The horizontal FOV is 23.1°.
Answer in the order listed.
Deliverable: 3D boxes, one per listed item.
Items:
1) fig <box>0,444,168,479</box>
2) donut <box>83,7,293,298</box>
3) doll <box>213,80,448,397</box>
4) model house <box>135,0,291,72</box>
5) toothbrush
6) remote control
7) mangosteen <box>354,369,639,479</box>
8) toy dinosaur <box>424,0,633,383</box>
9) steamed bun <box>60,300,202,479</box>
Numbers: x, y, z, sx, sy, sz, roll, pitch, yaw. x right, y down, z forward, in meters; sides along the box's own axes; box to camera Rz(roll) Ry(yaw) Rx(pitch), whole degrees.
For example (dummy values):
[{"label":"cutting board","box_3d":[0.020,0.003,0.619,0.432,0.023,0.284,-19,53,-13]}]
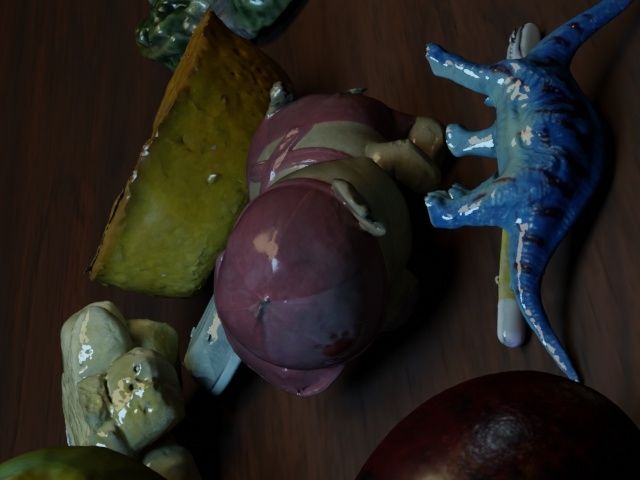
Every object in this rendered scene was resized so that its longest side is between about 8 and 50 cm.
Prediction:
[{"label":"fig","box_3d":[-0.179,0.260,1.102,0.271,0.239,0.239,84,-169,-52]},{"label":"donut","box_3d":[-0.114,-0.066,1.426,0.278,0.108,0.277,-63,8,15]},{"label":"doll","box_3d":[0.004,0.001,1.153,0.256,0.152,0.196,-73,-9,-57]},{"label":"model house","box_3d":[-0.168,-0.349,1.704,0.321,0.266,0.261,-28,36,49]},{"label":"toothbrush","box_3d":[0.137,-0.045,1.099,0.024,0.021,0.288,-49,26,48]},{"label":"remote control","box_3d":[-0.049,0.014,1.333,0.247,0.052,0.104,-65,7,-10]},{"label":"mangosteen","box_3d":[0.107,0.161,0.788,0.200,0.200,0.200,-43,31,34]},{"label":"toy dinosaur","box_3d":[0.133,-0.059,1.044,0.144,0.076,0.329,4,61,23]},{"label":"steamed bun","box_3d":[-0.157,0.143,1.322,0.177,0.106,0.192,-136,40,-64]}]
